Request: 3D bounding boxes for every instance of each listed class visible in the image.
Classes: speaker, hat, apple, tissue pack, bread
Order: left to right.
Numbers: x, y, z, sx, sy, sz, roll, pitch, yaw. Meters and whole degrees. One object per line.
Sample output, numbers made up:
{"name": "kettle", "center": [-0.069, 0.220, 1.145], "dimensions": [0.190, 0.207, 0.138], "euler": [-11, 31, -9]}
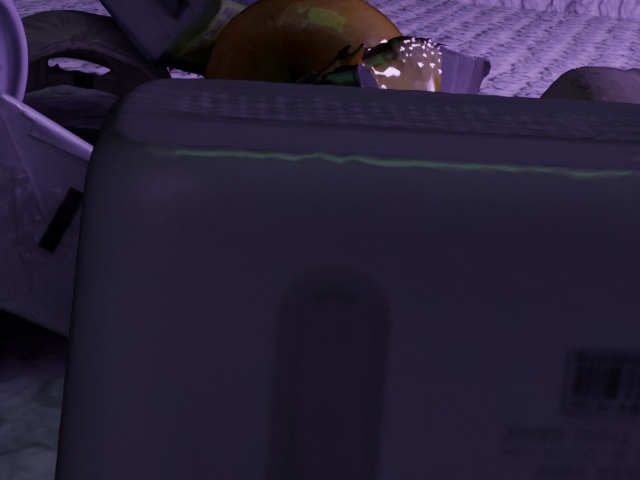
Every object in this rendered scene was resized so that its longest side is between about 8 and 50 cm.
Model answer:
{"name": "tissue pack", "center": [-0.202, -0.009, 0.810], "dimensions": [0.159, 0.145, 0.229], "euler": [34, -5, -38]}
{"name": "hat", "center": [-0.243, -0.188, 1.421], "dimensions": [0.219, 0.164, 0.226], "euler": [2, 37, -13]}
{"name": "tissue pack", "center": [-0.139, -0.299, 1.484], "dimensions": [0.288, 0.124, 0.394], "euler": [51, 15, 10]}
{"name": "apple", "center": [-0.004, -0.128, 1.205], "dimensions": [0.182, 0.183, 0.155], "euler": [8, 4, 14]}
{"name": "bread", "center": [0.014, -0.068, 0.991], "dimensions": [0.169, 0.160, 0.140], "euler": [16, 19, 38]}
{"name": "speaker", "center": [0.103, 0.047, 0.546], "dimensions": [0.406, 0.184, 0.183], "euler": [3, 15, -5]}

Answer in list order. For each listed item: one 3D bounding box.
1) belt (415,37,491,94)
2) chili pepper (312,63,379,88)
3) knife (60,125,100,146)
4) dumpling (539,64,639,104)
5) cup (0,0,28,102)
{"name": "belt", "center": [0.048, -0.158, 1.392], "dimensions": [0.261, 0.105, 0.184], "euler": [7, 12, -40]}
{"name": "chili pepper", "center": [0.007, -0.005, 0.760], "dimensions": [0.116, 0.148, 0.264], "euler": [-37, -3, 19]}
{"name": "knife", "center": [-0.207, -0.089, 1.284], "dimensions": [0.230, 0.028, 0.060], "euler": [7, 27, 15]}
{"name": "dumpling", "center": [0.208, -0.010, 0.906], "dimensions": [0.204, 0.163, 0.293], "euler": [34, 12, -7]}
{"name": "cup", "center": [-0.397, -0.152, 1.097], "dimensions": [0.317, 0.212, 0.212], "euler": [13, 17, 27]}
